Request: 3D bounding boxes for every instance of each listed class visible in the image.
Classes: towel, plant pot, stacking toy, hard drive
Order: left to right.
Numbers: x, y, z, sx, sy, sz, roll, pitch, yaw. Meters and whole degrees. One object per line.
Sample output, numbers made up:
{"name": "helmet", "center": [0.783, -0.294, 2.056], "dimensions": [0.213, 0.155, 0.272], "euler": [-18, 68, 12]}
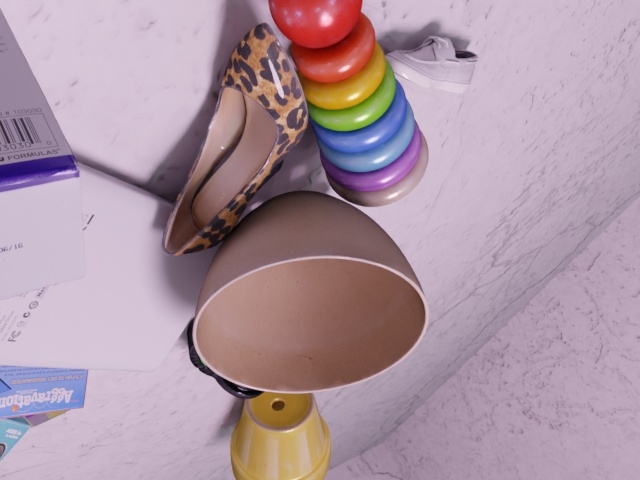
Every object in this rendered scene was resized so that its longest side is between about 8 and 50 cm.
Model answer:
{"name": "towel", "center": [-0.448, 0.278, 0.947], "dimensions": [0.083, 0.009, 0.060], "euler": [-24, 152, -21]}
{"name": "hard drive", "center": [-0.263, 0.042, 0.675], "dimensions": [0.233, 0.047, 0.353], "euler": [-57, 150, 4]}
{"name": "plant pot", "center": [-0.098, 0.462, 1.421], "dimensions": [0.254, 0.254, 0.239], "euler": [-22, 134, -26]}
{"name": "plant pot", "center": [-0.018, 0.046, 0.769], "dimensions": [0.284, 0.191, 0.284], "euler": [-4, 137, -4]}
{"name": "stacking toy", "center": [0.033, -0.171, 0.652], "dimensions": [0.141, 0.141, 0.330], "euler": [-35, 150, -1]}

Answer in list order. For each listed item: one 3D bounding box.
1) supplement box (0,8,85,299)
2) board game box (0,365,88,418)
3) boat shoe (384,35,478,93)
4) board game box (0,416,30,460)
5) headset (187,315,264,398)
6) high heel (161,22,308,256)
{"name": "supplement box", "center": [-0.245, -0.072, 0.380], "dimensions": [0.111, 0.220, 0.114], "euler": [-17, 149, -31]}
{"name": "board game box", "center": [-0.387, 0.130, 0.659], "dimensions": [0.027, 0.145, 0.281], "euler": [2, 174, 34]}
{"name": "boat shoe", "center": [0.149, -0.232, 0.759], "dimensions": [0.184, 0.066, 0.063], "euler": [-3, 125, -43]}
{"name": "board game box", "center": [-0.551, 0.313, 0.681], "dimensions": [0.336, 0.079, 0.254], "euler": [-51, 157, -16]}
{"name": "headset", "center": [-0.082, 0.175, 1.084], "dimensions": [0.243, 0.185, 0.394], "euler": [-23, 145, 11]}
{"name": "high heel", "center": [-0.103, -0.087, 0.613], "dimensions": [0.186, 0.093, 0.261], "euler": [-48, 167, -25]}
